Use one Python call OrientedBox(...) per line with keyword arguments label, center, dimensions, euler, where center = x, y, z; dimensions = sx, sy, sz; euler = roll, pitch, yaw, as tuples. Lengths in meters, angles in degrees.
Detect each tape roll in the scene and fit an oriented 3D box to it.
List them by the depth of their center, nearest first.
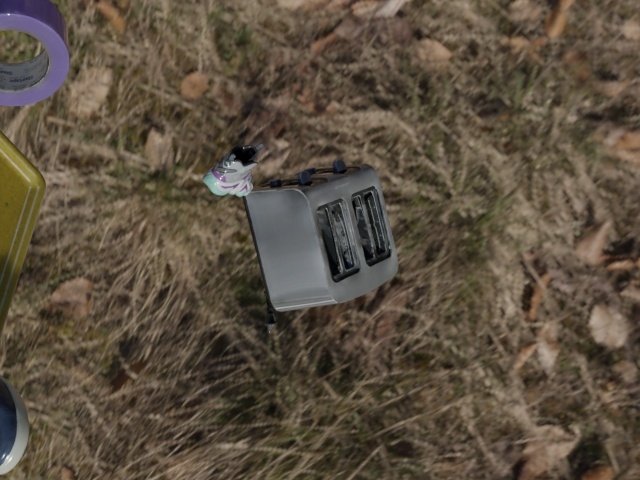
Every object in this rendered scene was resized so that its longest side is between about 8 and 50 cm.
OrientedBox(label="tape roll", center=(-0.510, -0.318, 1.908), dimensions=(0.188, 0.189, 0.080), euler=(3, 44, -18))

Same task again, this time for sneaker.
OrientedBox(label="sneaker", center=(-0.082, -0.082, 1.270), dimensions=(0.038, 0.069, 0.098), euler=(46, 18, 8))
OrientedBox(label="sneaker", center=(-0.559, 0.207, 1.685), dimensions=(0.350, 0.148, 0.131), euler=(40, 96, 34))

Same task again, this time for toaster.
OrientedBox(label="toaster", center=(0.000, 0.000, 1.450), dimensions=(0.168, 0.110, 0.186), euler=(-21, 101, -52))

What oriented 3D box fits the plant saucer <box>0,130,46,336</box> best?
OrientedBox(label="plant saucer", center=(-0.347, -0.028, 0.943), dimensions=(0.333, 0.081, 0.333), euler=(53, 31, -42))
